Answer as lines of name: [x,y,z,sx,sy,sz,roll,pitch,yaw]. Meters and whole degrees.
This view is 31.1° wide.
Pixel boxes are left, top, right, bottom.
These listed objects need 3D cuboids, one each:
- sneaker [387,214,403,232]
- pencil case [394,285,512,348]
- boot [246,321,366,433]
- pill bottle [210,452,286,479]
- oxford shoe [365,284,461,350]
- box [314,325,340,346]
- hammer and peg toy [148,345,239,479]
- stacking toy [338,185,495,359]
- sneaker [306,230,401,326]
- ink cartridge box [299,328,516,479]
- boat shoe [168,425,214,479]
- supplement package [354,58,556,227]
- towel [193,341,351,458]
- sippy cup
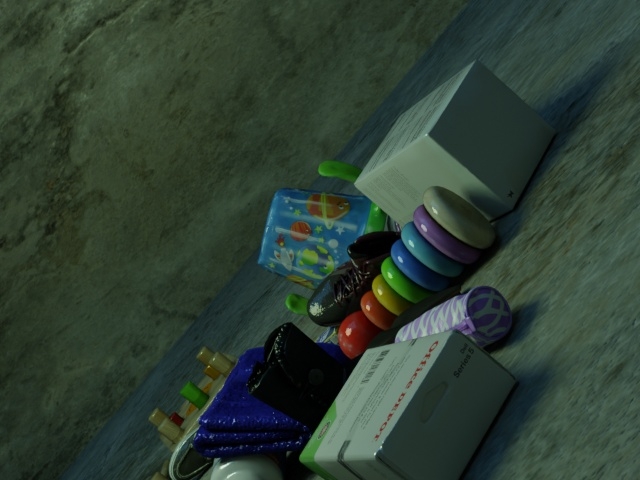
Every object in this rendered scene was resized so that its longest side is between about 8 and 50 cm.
sneaker: [0.207,-0.083,2.301,0.305,0.114,0.152,-61,-5,-41]
pencil case: [0.183,0.131,1.642,0.088,0.086,0.206,-16,-14,-36]
boot: [0.023,0.188,1.792,0.246,0.207,0.094,-54,11,-18]
pill bottle: [-0.120,0.391,1.925,0.124,0.124,0.221,-48,12,13]
oxford shoe: [0.157,0.142,1.788,0.212,0.076,0.076,-38,8,-35]
box: [-0.002,0.226,2.179,0.169,0.054,0.059,-45,12,23]
hammer and peg toy: [-0.304,0.407,2.608,0.361,0.127,0.266,-53,11,-9]
stacking toy: [0.143,0.074,1.929,0.330,0.141,0.141,-53,9,17]
sneaker: [0.061,0.053,2.056,0.281,0.106,0.162,-33,-28,20]
ink cartridge box: [0.108,0.238,1.522,0.198,0.114,0.273,-55,11,-21]
boat shoe: [-0.238,0.423,2.424,0.219,0.077,0.070,-50,9,-7]
supplement package: [0.236,-0.145,2.049,0.198,0.199,0.262,-56,12,-29]
towel: [-0.078,0.261,1.968,0.227,0.076,0.308,-9,18,14]
sippy cup: [0.000,0.000,2.270,0.240,0.224,0.306,99,-175,-87]
